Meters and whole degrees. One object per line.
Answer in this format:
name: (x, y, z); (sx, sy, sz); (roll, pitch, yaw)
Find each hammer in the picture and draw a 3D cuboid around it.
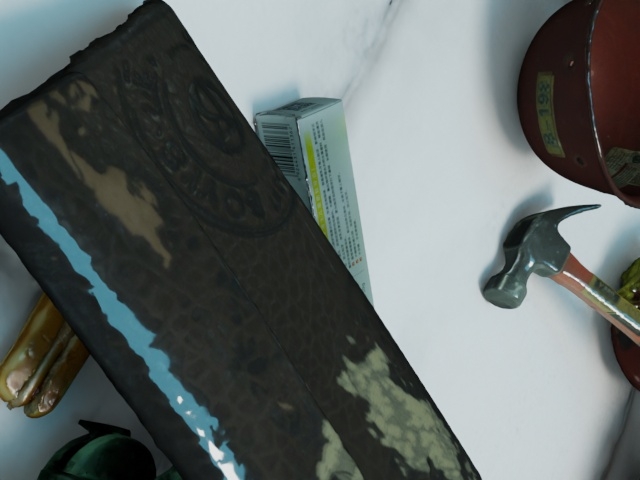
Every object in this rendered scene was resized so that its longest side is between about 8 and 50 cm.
hammer: (0.256, 0.075, 0.847); (0.287, 0.033, 0.111); (37, 66, -15)

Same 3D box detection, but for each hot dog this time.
hot dog: (-0.121, 0.041, 0.502); (0.037, 0.021, 0.083); (45, 63, -32)

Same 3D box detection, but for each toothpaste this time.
toothpaste: (0.000, 0.000, 0.627); (0.046, 0.034, 0.164); (-30, 118, -43)

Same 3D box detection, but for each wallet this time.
wallet: (-0.020, 0.050, 0.502); (0.321, 0.044, 0.170); (56, 33, -16)

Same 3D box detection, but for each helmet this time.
helmet: (0.196, -0.114, 0.782); (0.155, 0.106, 0.175); (-32, 120, -35)

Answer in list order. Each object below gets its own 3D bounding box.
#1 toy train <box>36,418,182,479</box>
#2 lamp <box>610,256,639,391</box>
toy train: (-0.058, 0.182, 0.537); (0.269, 0.115, 0.154); (27, 77, -54)
lamp: (0.329, 0.067, 0.956); (0.135, 0.156, 0.157); (-103, 177, -51)
